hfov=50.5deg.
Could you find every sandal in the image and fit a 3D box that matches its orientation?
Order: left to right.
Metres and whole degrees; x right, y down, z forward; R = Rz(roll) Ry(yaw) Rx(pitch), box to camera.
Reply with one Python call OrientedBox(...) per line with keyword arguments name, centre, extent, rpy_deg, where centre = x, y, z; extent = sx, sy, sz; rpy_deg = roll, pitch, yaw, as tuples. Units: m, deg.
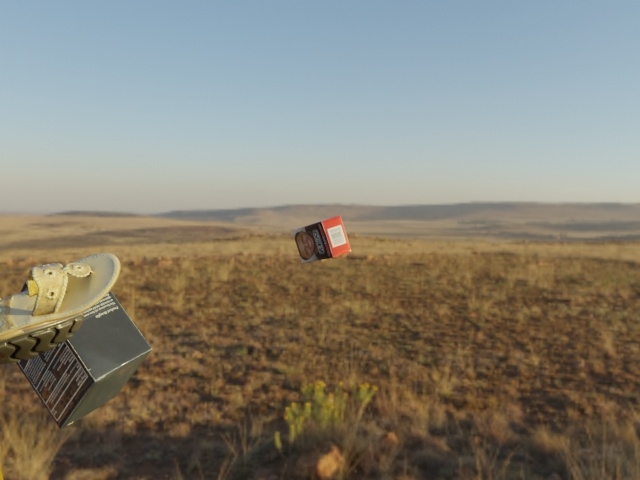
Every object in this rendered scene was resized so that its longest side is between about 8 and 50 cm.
OrientedBox(name="sandal", centre=(-0.431, 0.079, 1.042), extent=(0.240, 0.088, 0.079), rpy_deg=(-26, -26, -4))

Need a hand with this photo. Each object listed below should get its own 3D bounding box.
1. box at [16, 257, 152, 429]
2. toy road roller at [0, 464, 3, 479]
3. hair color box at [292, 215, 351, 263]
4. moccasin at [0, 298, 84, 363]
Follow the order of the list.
OrientedBox(name="box", centre=(-0.611, 0.257, 1.682), extent=(0.182, 0.294, 0.296), rpy_deg=(-26, -15, -48))
OrientedBox(name="toy road roller", centre=(-0.825, 0.589, 1.467), extent=(0.240, 0.330, 0.202), rpy_deg=(-3, 11, -12))
OrientedBox(name="hair color box", centre=(0.000, 0.000, 1.276), extent=(0.043, 0.072, 0.141), rpy_deg=(-18, 1, -25))
OrientedBox(name="moccasin", centre=(-0.666, 0.176, 1.334), extent=(0.379, 0.147, 0.139), rpy_deg=(-15, -25, -20))
